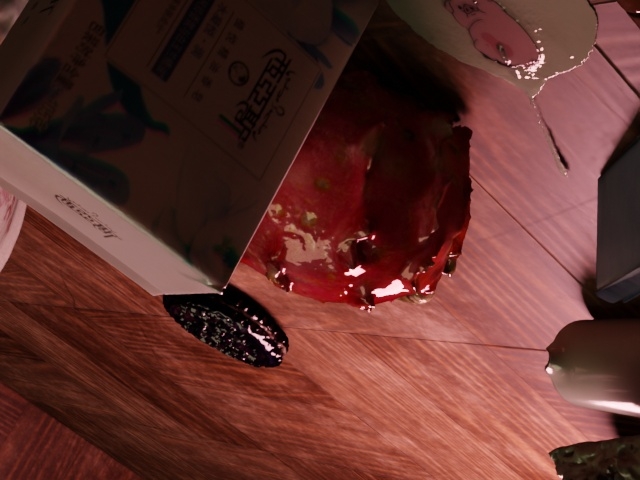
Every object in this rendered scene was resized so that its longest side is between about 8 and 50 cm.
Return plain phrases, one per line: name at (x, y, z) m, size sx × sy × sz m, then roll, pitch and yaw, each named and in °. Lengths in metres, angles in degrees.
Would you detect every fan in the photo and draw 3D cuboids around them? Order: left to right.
fan at (0.143, -0.133, 1.076) m, size 0.182 × 0.010 × 0.310 m, roll 13°, pitch 154°, yaw 36°

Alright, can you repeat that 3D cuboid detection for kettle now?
kettle at (0.306, 0.116, 1.365) m, size 0.148 × 0.126 × 0.098 m, roll -4°, pitch 110°, yaw 60°

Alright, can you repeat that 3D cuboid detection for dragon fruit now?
dragon fruit at (0.001, -0.050, 1.205) m, size 0.268 × 0.210 × 0.205 m, roll 29°, pitch 144°, yaw 15°

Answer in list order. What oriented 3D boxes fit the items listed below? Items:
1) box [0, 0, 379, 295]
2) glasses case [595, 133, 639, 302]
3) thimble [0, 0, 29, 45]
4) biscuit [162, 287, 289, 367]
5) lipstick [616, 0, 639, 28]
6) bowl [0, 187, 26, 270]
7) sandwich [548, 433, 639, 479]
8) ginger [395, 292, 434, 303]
box at (-0.110, -0.126, 1.040) m, size 0.203 × 0.274 × 0.116 m, roll 39°, pitch 155°, yaw -26°
glasses case at (0.248, -0.019, 1.031) m, size 0.056 × 0.105 × 0.266 m, roll 2°, pitch 172°, yaw 1°
thimble at (-0.295, -0.210, 1.149) m, size 0.288 × 0.167 × 0.254 m, roll 44°, pitch 159°, yaw 15°
biscuit at (-0.129, 0.114, 1.964) m, size 0.194 × 0.053 × 0.194 m, roll 26°, pitch 159°, yaw 10°
lipstick at (0.175, -0.185, 0.840) m, size 0.057 × 0.057 × 0.356 m, roll 3°, pitch 149°, yaw 50°
bowl at (-0.438, -0.117, 1.325) m, size 0.434 × 0.435 × 0.196 m, roll 37°, pitch 149°, yaw -21°
sandwich at (0.362, 0.217, 1.252) m, size 0.325 × 0.131 × 0.262 m, roll -7°, pitch 165°, yaw -11°
ginger at (-0.003, 0.004, 1.526) m, size 0.258 × 0.065 × 0.149 m, roll 30°, pitch 162°, yaw -11°
